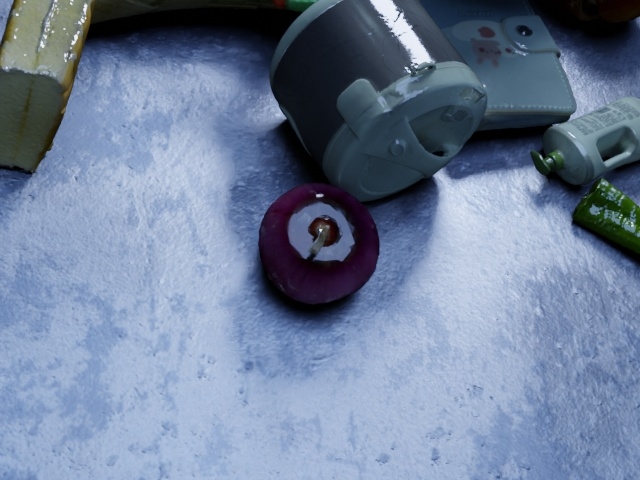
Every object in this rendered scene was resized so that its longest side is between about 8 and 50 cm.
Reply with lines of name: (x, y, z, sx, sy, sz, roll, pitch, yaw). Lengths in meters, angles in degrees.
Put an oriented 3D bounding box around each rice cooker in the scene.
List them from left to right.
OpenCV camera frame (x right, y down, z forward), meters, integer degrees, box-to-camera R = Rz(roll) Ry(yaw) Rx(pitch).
rice cooker: (0.089, -0.216, 1.487, 0.288, 0.288, 0.277, -23, 68, -24)

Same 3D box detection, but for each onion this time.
onion: (-0.002, 0.003, 1.402, 0.177, 0.153, 0.177, 10, 45, -10)

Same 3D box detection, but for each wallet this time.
wallet: (0.290, -0.336, 1.703, 0.252, 0.083, 0.360, -7, 56, -17)

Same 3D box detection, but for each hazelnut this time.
hazelnut: (0.516, -0.514, 1.812, 0.251, 0.217, 0.217, 28, 53, 34)

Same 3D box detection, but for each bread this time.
bread: (-0.408, -0.251, 1.414, 0.111, 0.246, 0.239, 16, 56, -16)

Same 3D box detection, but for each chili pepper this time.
chili pepper: (0.571, 0.027, 1.559, 0.359, 0.076, 0.085, 35, 86, 13)

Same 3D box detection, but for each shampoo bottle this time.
shampoo bottle: (0.454, -0.158, 1.638, 0.234, 0.087, 0.118, -22, 63, -24)

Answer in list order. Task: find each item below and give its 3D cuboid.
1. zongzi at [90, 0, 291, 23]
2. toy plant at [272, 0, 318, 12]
zongzi: (-0.138, -0.397, 1.636, 0.500, 0.218, 0.467, 31, 81, -7)
toy plant: (-0.013, -0.415, 1.510, 0.240, 0.088, 0.155, -19, 64, -10)
